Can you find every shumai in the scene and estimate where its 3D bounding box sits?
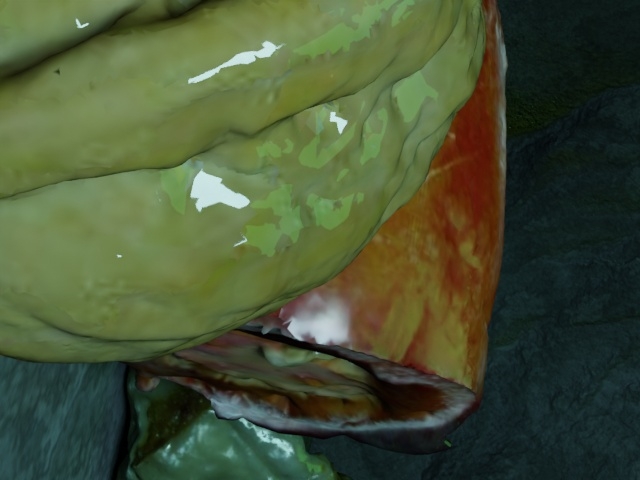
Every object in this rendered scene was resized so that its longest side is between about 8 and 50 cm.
[{"bbox_3d":[-0.102,0.189,1.054,0.272,0.203,0.222,-41,167,27],"label":"shumai"}]

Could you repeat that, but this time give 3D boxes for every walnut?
[{"bbox_3d":[-0.066,-0.076,0.453,0.257,0.257,0.224,-64,140,-63],"label":"walnut"}]

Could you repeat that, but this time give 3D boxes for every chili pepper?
[{"bbox_3d":[-0.016,-0.042,0.808,0.229,0.251,0.305,42,49,-44],"label":"chili pepper"}]
